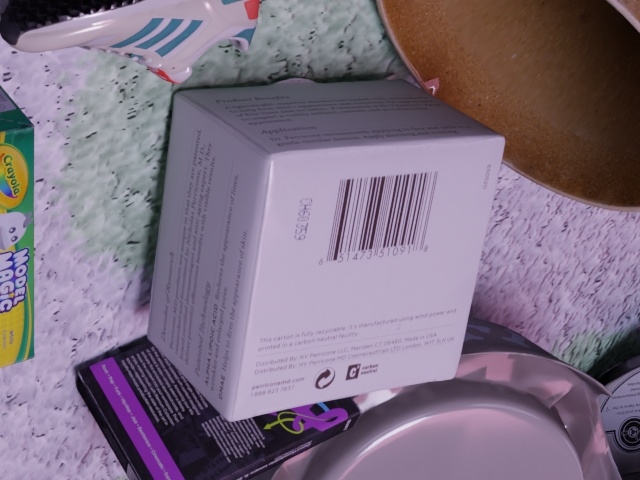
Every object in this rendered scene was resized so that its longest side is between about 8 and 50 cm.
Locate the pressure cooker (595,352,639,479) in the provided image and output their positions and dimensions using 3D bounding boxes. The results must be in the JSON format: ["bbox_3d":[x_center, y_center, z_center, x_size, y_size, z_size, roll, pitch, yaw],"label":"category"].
[{"bbox_3d":[0.400,0.285,1.357,0.370,0.375,0.420,-51,141,12],"label":"pressure cooker"}]

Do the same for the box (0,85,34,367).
[{"bbox_3d":[-0.194,-0.008,0.796,0.043,0.105,0.179,-15,132,-31],"label":"box"}]

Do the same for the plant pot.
[{"bbox_3d":[0.203,-0.188,0.922,0.254,0.237,0.237,-49,143,-20],"label":"plant pot"}]

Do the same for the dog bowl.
[{"bbox_3d":[0.084,0.214,1.163,0.349,0.102,0.349,-8,120,-15],"label":"dog bowl"}]

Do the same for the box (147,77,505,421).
[{"bbox_3d":[0.000,0.000,0.935,0.181,0.119,0.182,-7,118,-33],"label":"box"}]

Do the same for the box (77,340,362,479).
[{"bbox_3d":[-0.069,0.110,0.998,0.162,0.116,0.029,-23,155,-24],"label":"box"}]

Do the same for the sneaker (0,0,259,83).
[{"bbox_3d":[-0.101,-0.117,0.821,0.161,0.057,0.075,-22,130,-30],"label":"sneaker"}]
